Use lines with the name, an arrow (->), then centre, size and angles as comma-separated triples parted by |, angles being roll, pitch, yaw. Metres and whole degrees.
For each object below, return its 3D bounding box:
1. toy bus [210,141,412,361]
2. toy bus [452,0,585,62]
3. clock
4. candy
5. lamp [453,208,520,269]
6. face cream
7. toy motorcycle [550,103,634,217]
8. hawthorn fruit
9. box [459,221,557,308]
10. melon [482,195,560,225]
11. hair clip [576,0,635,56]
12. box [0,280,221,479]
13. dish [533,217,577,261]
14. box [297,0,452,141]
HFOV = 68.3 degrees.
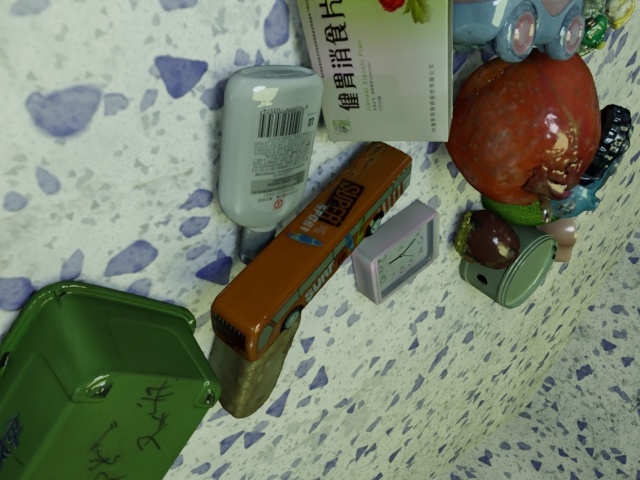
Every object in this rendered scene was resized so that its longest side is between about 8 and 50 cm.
toy bus -> 0.000, 0.000, 0.722 | 0.409, 0.093, 0.092 | -48, 156, -26
toy bus -> 0.248, -0.380, 0.662 | 0.294, 0.197, 0.232 | -16, 120, -35
clock -> 0.163, 0.027, 0.992 | 0.197, 0.063, 0.150 | -34, 138, -20
candy -> -0.117, 0.187, 0.815 | 0.102, 0.104, 0.234 | -8, 126, -47
lamp -> 0.400, 0.004, 1.144 | 0.135, 0.157, 0.156 | -45, 152, 23
face cream -> -0.075, -0.090, 0.656 | 0.144, 0.071, 0.291 | -20, 136, -35
toy motorcycle -> 0.547, -0.185, 1.043 | 0.416, 0.172, 0.232 | -53, 162, -70
hawthorn fruit -> 0.364, -0.171, 0.841 | 0.276, 0.308, 0.276 | -8, 163, -2
box -> 0.513, 0.055, 1.289 | 0.226, 0.149, 0.226 | -25, 134, -29
melon -> 0.526, -0.089, 1.172 | 0.265, 0.169, 0.129 | -11, 128, -37
hair clip -> 0.644, -0.544, 0.987 | 0.138, 0.091, 0.321 | 13, 109, -46
box -> -0.301, 0.244, 0.619 | 0.329, 0.177, 0.252 | -55, 143, 6
dish -> 0.645, -0.034, 1.366 | 0.090, 0.213, 0.213 | -11, 136, 4
box -> 0.076, -0.246, 0.599 | 0.261, 0.175, 0.062 | 72, 28, -47
